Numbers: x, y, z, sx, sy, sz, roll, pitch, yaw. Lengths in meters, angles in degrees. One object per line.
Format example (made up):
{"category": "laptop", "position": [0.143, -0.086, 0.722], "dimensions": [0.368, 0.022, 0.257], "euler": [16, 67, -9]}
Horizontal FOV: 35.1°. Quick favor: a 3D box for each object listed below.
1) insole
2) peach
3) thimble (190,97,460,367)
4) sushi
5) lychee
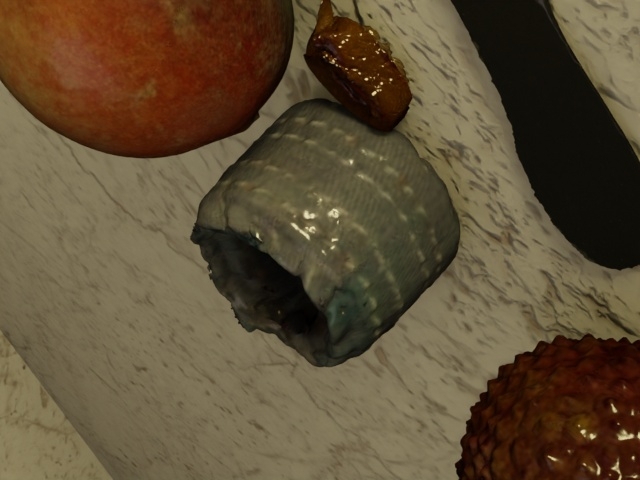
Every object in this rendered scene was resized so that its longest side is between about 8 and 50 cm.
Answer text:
{"category": "insole", "position": [0.170, -0.095, 0.744], "dimensions": [0.110, 0.012, 0.309], "euler": [1, 132, 54]}
{"category": "peach", "position": [-0.136, -0.177, 0.792], "dimensions": [0.252, 0.252, 0.252], "euler": [32, 151, 20]}
{"category": "thimble", "position": [0.000, 0.000, 0.923], "dimensions": [0.205, 0.172, 0.236], "euler": [40, 159, 11]}
{"category": "sushi", "position": [0.032, -0.141, 0.816], "dimensions": [0.120, 0.055, 0.052], "euler": [42, 164, -11]}
{"category": "lychee", "position": [0.237, 0.212, 0.822], "dimensions": [0.275, 0.276, 0.304], "euler": [61, 179, -32]}
